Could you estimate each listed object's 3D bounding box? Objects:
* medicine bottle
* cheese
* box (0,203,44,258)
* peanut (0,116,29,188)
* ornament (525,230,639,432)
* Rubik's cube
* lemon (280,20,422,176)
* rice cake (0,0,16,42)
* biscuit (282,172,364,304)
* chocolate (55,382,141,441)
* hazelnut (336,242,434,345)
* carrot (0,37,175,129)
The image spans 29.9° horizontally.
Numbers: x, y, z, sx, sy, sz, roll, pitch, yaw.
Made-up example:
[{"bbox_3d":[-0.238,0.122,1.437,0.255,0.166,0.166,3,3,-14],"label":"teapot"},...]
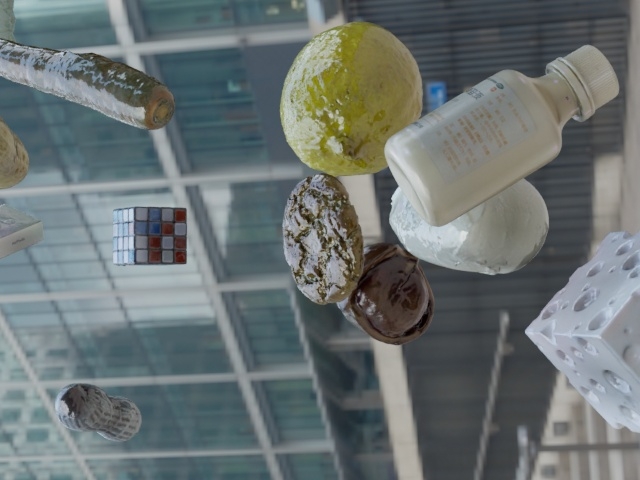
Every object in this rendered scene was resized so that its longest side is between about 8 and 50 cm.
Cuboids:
[{"bbox_3d":[0.199,-0.121,1.290,0.114,0.252,0.114,59,176,6],"label":"medicine bottle"},{"bbox_3d":[0.214,-0.034,1.653,0.198,0.189,0.154,22,99,60],"label":"cheese"},{"bbox_3d":[-0.671,-0.017,2.508,0.130,0.129,0.051,-29,-52,-41],"label":"box"},{"bbox_3d":[-0.595,-0.164,2.115,0.224,0.129,0.129,43,-136,-69],"label":"peanut"},{"bbox_3d":[0.525,0.146,1.909,0.239,0.240,0.240,46,165,-12],"label":"ornament"},{"bbox_3d":[-0.273,-0.006,1.914,0.092,0.092,0.092,-5,85,59],"label":"Rubik's cube"},{"bbox_3d":[0.057,-0.260,2.201,0.322,0.268,0.268,-72,-22,-49],"label":"lemon"},{"bbox_3d":[-0.497,-0.311,1.726,0.037,0.198,0.189,1,-96,-40],"label":"rice cake"},{"bbox_3d":[0.000,0.000,1.987,0.226,0.042,0.226,18,111,54],"label":"biscuit"},{"bbox_3d":[-0.327,0.253,1.768,0.167,0.072,0.072,33,-129,-54],"label":"chocolate"},{"bbox_3d":[0.114,0.097,2.202,0.202,0.160,0.170,35,-115,-54],"label":"hazelnut"},{"bbox_3d":[-0.311,-0.202,1.441,0.070,0.342,0.070,-35,-45,-44],"label":"carrot"}]
